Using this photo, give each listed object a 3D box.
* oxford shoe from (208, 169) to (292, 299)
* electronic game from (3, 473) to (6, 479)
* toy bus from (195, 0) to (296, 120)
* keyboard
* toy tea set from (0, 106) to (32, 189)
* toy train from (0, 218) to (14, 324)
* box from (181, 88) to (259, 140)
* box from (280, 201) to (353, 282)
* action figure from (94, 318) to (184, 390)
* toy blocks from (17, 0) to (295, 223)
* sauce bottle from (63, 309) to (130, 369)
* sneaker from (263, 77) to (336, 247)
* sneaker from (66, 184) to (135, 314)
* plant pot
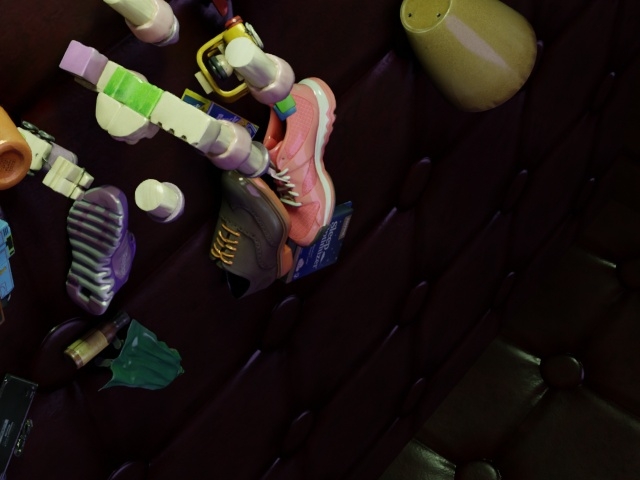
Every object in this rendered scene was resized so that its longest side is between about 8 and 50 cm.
[{"bbox_3d":[-0.137,-0.008,2.112,0.132,0.130,0.364,-42,150,-19],"label":"oxford shoe"},{"bbox_3d":[-0.595,0.433,1.843,0.229,0.048,0.229,-42,150,-31],"label":"electronic game"},{"bbox_3d":[-0.139,-0.266,1.763,0.104,0.191,0.202,-34,138,-2],"label":"toy bus"},{"bbox_3d":[-0.505,0.308,1.852,0.108,0.023,0.180,37,70,-58],"label":"keyboard"},{"bbox_3d":[-0.488,-0.130,1.368,0.200,0.124,0.336,-46,148,-8],"label":"toy tea set"},{"bbox_3d":[-0.475,0.046,1.607,0.105,0.080,0.184,-47,152,-37],"label":"toy train"},{"bbox_3d":[-0.171,-0.196,1.914,0.054,0.059,0.169,-63,155,3],"label":"box"},{"bbox_3d":[0.000,0.000,2.472,0.225,0.036,0.136,-23,137,-53],"label":"box"},{"bbox_3d":[-0.316,0.222,2.102,0.137,0.063,0.232,-60,151,-2],"label":"action figure"},{"bbox_3d":[-0.212,-0.159,1.627,0.309,0.288,0.260,-60,158,-1],"label":"toy blocks"},{"bbox_3d":[-0.376,0.165,1.956,0.128,0.042,0.042,-39,149,-32],"label":"sauce bottle"},{"bbox_3d":[-0.057,-0.137,2.110,0.136,0.116,0.314,-12,108,-41],"label":"sneaker"},{"bbox_3d":[-0.333,0.001,1.812,0.104,0.095,0.236,-41,155,-46],"label":"sneaker"},{"bbox_3d":[0.277,-0.418,2.334,0.254,0.237,0.237,29,91,-50],"label":"plant pot"}]
